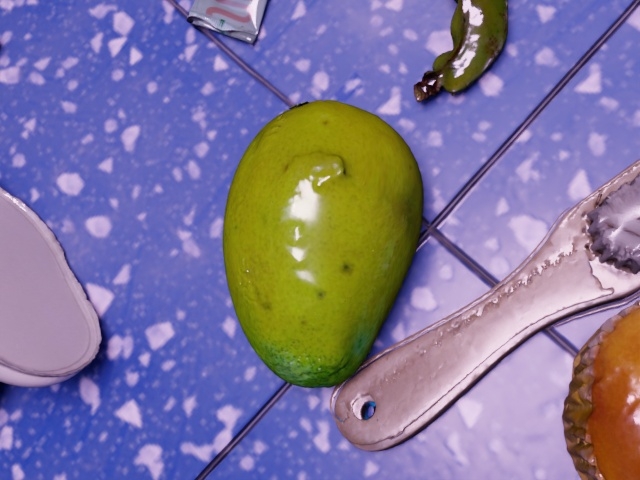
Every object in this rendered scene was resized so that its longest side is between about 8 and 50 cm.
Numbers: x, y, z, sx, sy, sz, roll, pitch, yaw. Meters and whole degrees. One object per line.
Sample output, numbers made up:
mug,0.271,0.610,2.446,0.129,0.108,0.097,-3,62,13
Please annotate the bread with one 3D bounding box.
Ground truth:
bread,0.226,0.092,0.435,0.190,0.114,0.132,3,77,11

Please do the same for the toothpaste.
toothpaste,-0.035,-0.245,0.619,0.056,0.036,0.205,21,88,15

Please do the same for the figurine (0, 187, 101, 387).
figurine,-0.282,0.039,0.583,0.250,0.166,0.141,48,115,13

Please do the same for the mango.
mango,-0.001,0.000,0.520,0.119,0.100,0.178,4,80,17

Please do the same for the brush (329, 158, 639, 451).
brush,0.141,0.021,0.497,0.327,0.065,0.070,-36,72,8

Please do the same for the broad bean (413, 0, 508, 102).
broad bean,0.093,-0.187,0.563,0.061,0.046,0.195,0,80,13
